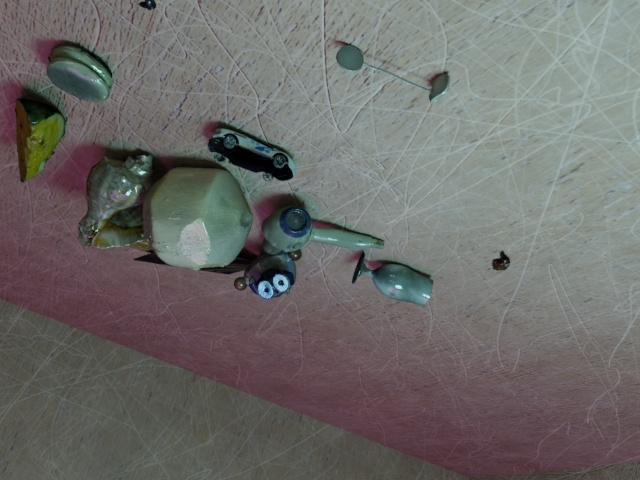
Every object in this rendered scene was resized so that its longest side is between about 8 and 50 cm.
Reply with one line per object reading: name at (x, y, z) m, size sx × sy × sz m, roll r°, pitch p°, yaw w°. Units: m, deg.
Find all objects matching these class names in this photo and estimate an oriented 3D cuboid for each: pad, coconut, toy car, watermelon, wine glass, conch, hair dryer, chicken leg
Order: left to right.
watermelon at (-0.667, -0.243, 1.907) m, size 0.123 × 0.129 × 0.301 m, roll 20°, pitch 149°, yaw -13°
conch at (-0.494, -0.111, 2.033) m, size 0.291 × 0.159 × 0.210 m, roll -39°, pitch 144°, yaw 29°
pad at (-0.340, 0.062, 2.352) m, size 0.330 × 0.004 × 0.220 m, roll 11°, pitch 163°, yaw -38°
coconut at (-0.280, -0.047, 1.947) m, size 0.247 × 0.245 × 0.245 m, roll 7°, pitch 153°, yaw 24°
toy car at (-0.148, -0.186, 1.799) m, size 0.205 × 0.056 × 0.095 m, roll 19°, pitch 155°, yaw -14°
hair dryer at (-0.036, 0.000, 2.089) m, size 0.298 × 0.119 × 0.296 m, roll 17°, pitch 164°, yaw -32°
wine glass at (0.191, 0.105, 2.148) m, size 0.202 × 0.093 × 0.093 m, roll 21°, pitch 154°, yaw -4°
chicken leg at (0.437, 0.053, 1.976) m, size 0.036 × 0.021 × 0.083 m, roll 25°, pitch 154°, yaw 3°

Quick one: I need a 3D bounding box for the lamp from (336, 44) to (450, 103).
lamp at (0.124, -0.295, 1.424) m, size 0.198 × 0.050 × 0.056 m, roll 19°, pitch 158°, yaw -10°

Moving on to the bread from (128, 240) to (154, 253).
bread at (-0.469, -0.033, 2.245) m, size 0.213 × 0.104 × 0.213 m, roll 8°, pitch 157°, yaw 4°

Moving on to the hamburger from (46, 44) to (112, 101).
hamburger at (-0.492, -0.341, 1.685) m, size 0.140 × 0.062 × 0.133 m, roll 25°, pitch 157°, yaw -22°

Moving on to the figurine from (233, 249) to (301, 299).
figurine at (-0.120, 0.096, 2.203) m, size 0.133 × 0.194 × 0.274 m, roll 61°, pitch 158°, yaw -12°

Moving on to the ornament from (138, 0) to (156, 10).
ornament at (-0.260, -0.457, 1.296) m, size 0.202 × 0.080 × 0.236 m, roll 15°, pitch 152°, yaw 10°
